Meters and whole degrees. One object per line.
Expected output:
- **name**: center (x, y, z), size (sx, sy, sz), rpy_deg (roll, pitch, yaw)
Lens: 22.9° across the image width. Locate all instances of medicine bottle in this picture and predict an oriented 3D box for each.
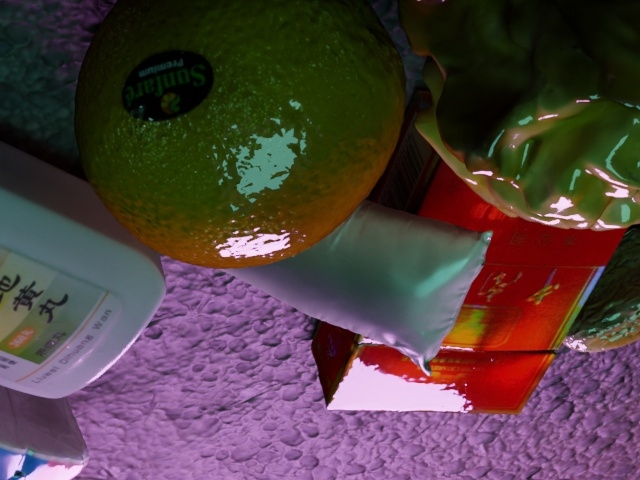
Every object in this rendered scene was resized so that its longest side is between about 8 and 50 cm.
- **medicine bottle**: center (-0.287, 0.001, 1.187), size (0.324, 0.124, 0.179), rpy_deg (28, 121, -36)

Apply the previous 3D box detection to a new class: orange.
- **orange**: center (-0.057, -0.092, 1.089), size (0.236, 0.236, 0.236), rpy_deg (-9, 137, -8)

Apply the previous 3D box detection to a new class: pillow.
- **pillow**: center (0.000, -0.001, 1.242), size (0.254, 0.078, 0.144), rpy_deg (25, 131, 10)

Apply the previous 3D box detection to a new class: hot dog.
- **hot dog**: center (0.318, 0.025, 1.419), size (0.242, 0.084, 0.073), rpy_deg (-34, 133, 16)

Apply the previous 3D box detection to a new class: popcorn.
- **popcorn**: center (0.189, -0.151, 1.088), size (0.332, 0.265, 0.225), rpy_deg (-34, -177, -33)

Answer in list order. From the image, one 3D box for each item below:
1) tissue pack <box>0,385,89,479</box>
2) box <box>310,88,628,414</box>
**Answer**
- **tissue pack**: center (-0.365, 0.209, 1.349), size (0.270, 0.137, 0.209), rpy_deg (-38, 141, 19)
- **box**: center (0.131, 0.021, 1.358), size (0.197, 0.089, 0.313), rpy_deg (3, 135, -21)
